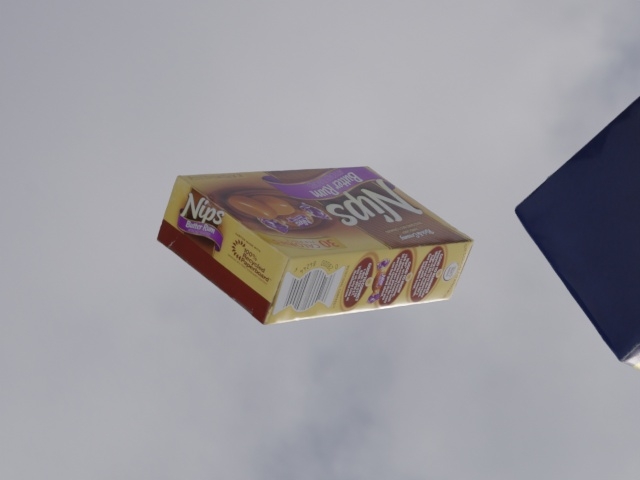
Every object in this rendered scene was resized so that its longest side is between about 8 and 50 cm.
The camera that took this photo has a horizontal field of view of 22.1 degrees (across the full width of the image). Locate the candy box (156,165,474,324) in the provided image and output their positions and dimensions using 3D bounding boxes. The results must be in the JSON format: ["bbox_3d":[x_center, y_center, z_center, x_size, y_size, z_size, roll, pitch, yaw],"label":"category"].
[{"bbox_3d":[0.000,0.000,1.063,0.186,0.109,0.053,-6,-56,-47],"label":"candy box"}]

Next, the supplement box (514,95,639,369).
[{"bbox_3d":[0.383,0.020,1.581,0.195,0.194,0.356,-43,-34,17],"label":"supplement box"}]
